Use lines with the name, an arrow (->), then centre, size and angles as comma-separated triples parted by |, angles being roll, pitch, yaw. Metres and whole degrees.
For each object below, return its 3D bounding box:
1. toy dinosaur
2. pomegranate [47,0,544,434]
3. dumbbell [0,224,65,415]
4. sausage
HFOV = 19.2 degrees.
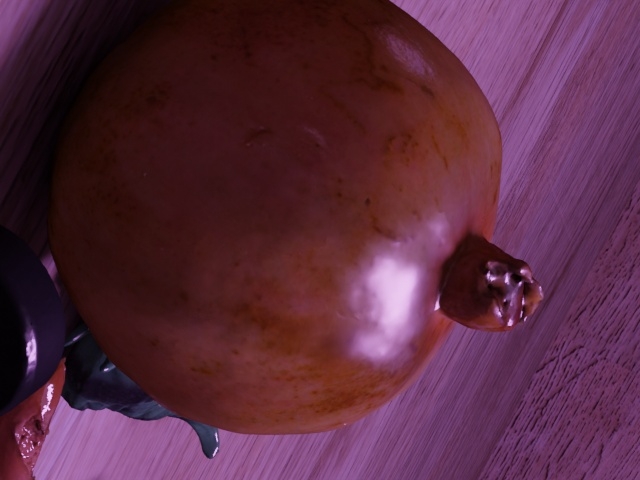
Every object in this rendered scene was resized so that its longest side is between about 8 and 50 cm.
toy dinosaur -> -0.103, 0.071, 1.260 | 0.120, 0.079, 0.292 | -55, 162, -1
pomegranate -> -0.008, -0.015, 1.036 | 0.252, 0.270, 0.229 | -49, 157, -26
dumbbell -> -0.206, 0.064, 0.856 | 0.191, 0.100, 0.100 | -39, 154, -56
sausage -> -0.189, 0.135, 1.167 | 0.042, 0.036, 0.158 | -96, -158, -59
